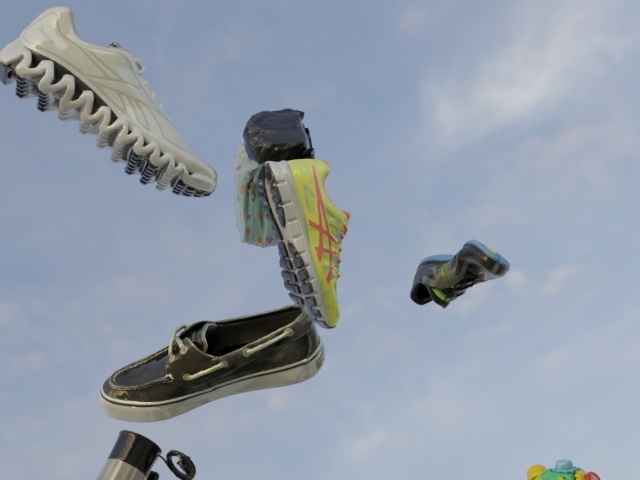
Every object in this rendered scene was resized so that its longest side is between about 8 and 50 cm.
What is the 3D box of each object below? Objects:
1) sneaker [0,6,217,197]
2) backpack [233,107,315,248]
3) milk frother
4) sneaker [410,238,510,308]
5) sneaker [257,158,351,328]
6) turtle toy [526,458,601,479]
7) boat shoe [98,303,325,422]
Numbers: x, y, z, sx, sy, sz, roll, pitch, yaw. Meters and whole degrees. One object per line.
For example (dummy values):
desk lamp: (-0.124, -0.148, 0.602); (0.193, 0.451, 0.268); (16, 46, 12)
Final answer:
sneaker: (-0.231, -0.159, 1.266); (0.292, 0.110, 0.118); (37, -110, -13)
backpack: (-0.065, -0.078, 1.508); (0.115, 0.152, 0.182); (1, -61, -1)
milk frother: (-0.306, 0.415, 1.855); (0.143, 0.135, 0.129); (-10, -44, 44)
sneaker: (0.181, 0.051, 1.415); (0.067, 0.078, 0.188); (37, -27, -17)
sneaker: (0.000, 0.000, 1.252); (0.094, 0.081, 0.208); (-18, -80, -24)
turtle toy: (0.288, 0.287, 1.177); (0.130, 0.095, 0.066); (29, -62, -25)
boat shoe: (-0.108, 0.107, 1.003); (0.219, 0.078, 0.070); (-16, -57, 5)
